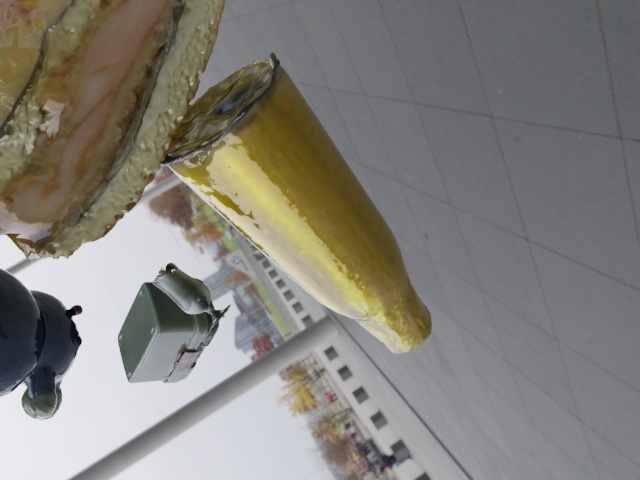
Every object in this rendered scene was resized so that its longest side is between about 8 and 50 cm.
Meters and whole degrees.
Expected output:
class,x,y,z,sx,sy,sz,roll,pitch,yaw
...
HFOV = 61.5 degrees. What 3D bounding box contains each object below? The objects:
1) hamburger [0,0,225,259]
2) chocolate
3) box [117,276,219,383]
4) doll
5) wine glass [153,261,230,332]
class,x,y,z,sx,sy,sz,roll,pitch,yaw
hamburger,-0.226,-0.169,0.444,0.209,0.329,0.162,34,-170,19
chocolate,0.000,0.000,0.658,0.445,0.162,0.162,50,178,-35
box,-0.300,0.176,1.048,0.210,0.129,0.148,-55,49,33
doll,-0.421,0.127,0.699,0.228,0.154,0.258,53,178,15
wine glass,-0.138,0.060,0.571,0.083,0.042,0.039,39,142,-2
